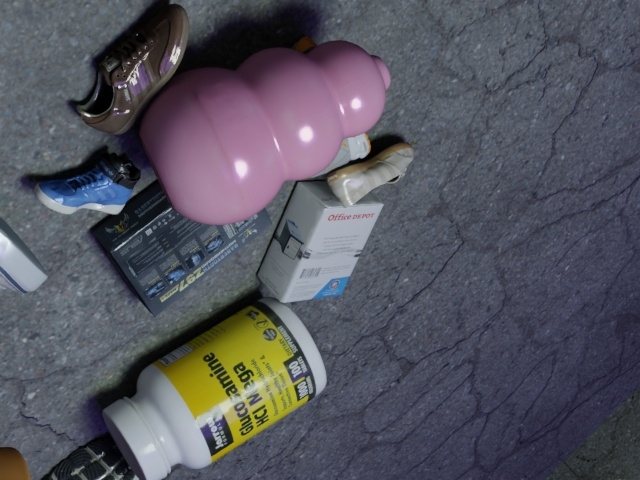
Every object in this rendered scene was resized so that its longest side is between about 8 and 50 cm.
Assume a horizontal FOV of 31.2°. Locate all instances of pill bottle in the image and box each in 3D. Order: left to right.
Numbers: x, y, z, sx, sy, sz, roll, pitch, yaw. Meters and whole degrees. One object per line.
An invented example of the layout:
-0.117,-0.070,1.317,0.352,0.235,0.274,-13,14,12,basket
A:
-0.172,0.247,1.846,0.334,0.188,0.188,-31,143,-20,pill bottle

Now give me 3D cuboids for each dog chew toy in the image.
-0.064,-0.156,1.496,0.332,0.206,0.206,-25,142,-9,dog chew toy

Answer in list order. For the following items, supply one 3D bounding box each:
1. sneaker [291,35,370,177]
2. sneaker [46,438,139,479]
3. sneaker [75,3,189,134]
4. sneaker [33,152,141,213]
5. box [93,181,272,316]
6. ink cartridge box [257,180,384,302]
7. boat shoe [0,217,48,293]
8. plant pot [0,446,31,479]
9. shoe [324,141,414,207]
-0.010,-0.178,1.662,0.121,0.099,0.262,-34,144,-8,sneaker
-0.328,0.385,1.910,0.275,0.107,0.110,-24,150,-28,sneaker
-0.232,-0.213,1.415,0.071,0.066,0.188,13,115,-50,sneaker
-0.298,-0.080,1.488,0.152,0.058,0.084,5,128,-54,sneaker
-0.194,-0.018,1.662,0.233,0.059,0.183,-39,145,-11,box
0.000,0.000,1.864,0.139,0.082,0.190,-5,128,-44,ink cartridge box
-0.475,-0.008,1.314,0.156,0.136,0.367,-44,143,-2,boat shoe
-0.542,0.434,1.600,0.203,0.291,0.291,8,121,-31,plant pot
0.086,-0.104,1.825,0.076,0.058,0.219,-32,176,41,shoe
